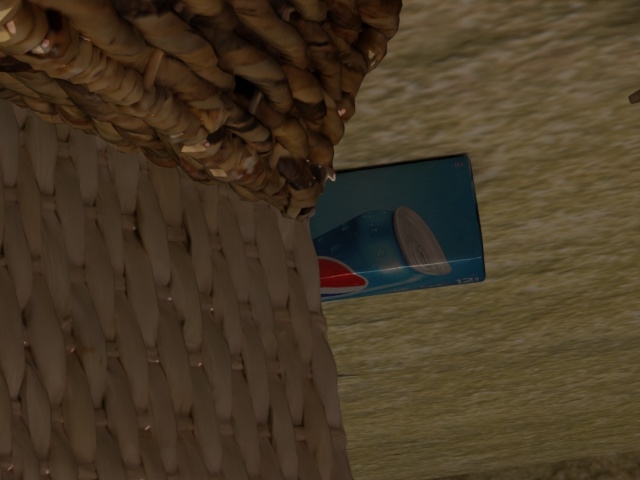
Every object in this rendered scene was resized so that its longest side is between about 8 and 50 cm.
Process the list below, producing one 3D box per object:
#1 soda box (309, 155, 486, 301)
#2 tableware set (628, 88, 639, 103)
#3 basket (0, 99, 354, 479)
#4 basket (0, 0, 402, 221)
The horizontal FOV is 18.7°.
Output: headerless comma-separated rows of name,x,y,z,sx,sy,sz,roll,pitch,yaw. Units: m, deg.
soda box,0.000,0.000,1.274,0.210,0.071,0.067,-8,165,5
tableware set,0.243,-0.127,0.981,0.128,0.039,0.194,-18,174,-19
basket,-0.180,0.078,1.013,0.266,0.331,0.328,-19,160,33
basket,-0.088,-0.153,0.517,0.223,0.213,0.299,22,178,15
